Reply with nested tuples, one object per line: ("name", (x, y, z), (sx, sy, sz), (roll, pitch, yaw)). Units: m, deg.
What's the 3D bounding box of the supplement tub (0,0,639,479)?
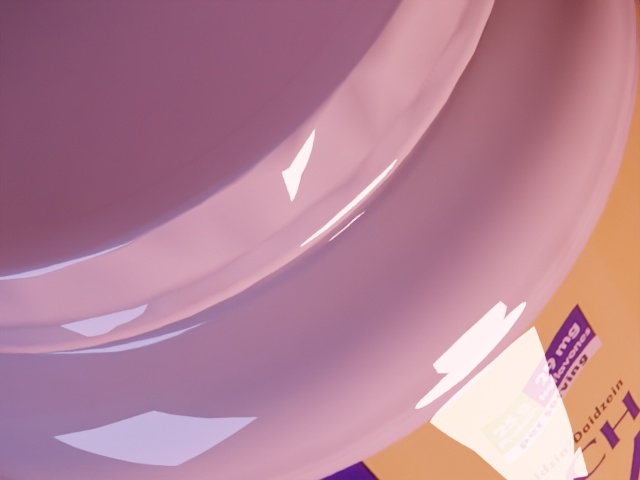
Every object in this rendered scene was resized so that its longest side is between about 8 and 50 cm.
("supplement tub", (0.000, 0.000, 0.600), (0.241, 0.241, 0.331), (12, 157, 31))
